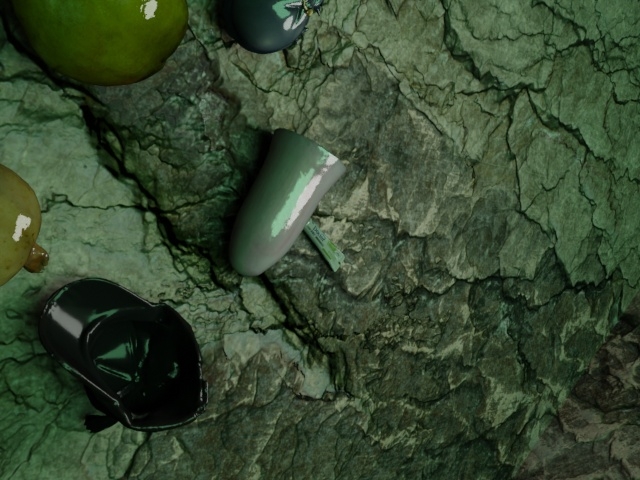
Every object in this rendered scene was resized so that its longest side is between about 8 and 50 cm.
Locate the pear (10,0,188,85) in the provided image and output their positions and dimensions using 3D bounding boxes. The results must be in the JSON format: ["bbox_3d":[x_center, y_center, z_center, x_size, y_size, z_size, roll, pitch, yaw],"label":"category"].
[{"bbox_3d":[-0.351,-0.383,1.243,0.321,0.269,0.269,35,75,-60],"label":"pear"}]

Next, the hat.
[{"bbox_3d":[-0.380,0.220,1.432,0.336,0.209,0.238,36,53,-23],"label":"hat"}]

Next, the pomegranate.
[{"bbox_3d":[-0.529,-0.022,1.191,0.207,0.207,0.207,-11,107,-40],"label":"pomegranate"}]

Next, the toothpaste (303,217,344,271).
[{"bbox_3d":[0.000,0.000,1.791,0.048,0.029,0.197,-55,132,-18],"label":"toothpaste"}]

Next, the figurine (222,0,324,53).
[{"bbox_3d":[-0.073,-0.480,1.531,0.175,0.197,0.265,40,75,-14],"label":"figurine"}]

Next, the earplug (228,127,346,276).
[{"bbox_3d":[-0.093,-0.062,1.618,0.172,0.172,0.301,34,83,-41],"label":"earplug"}]
